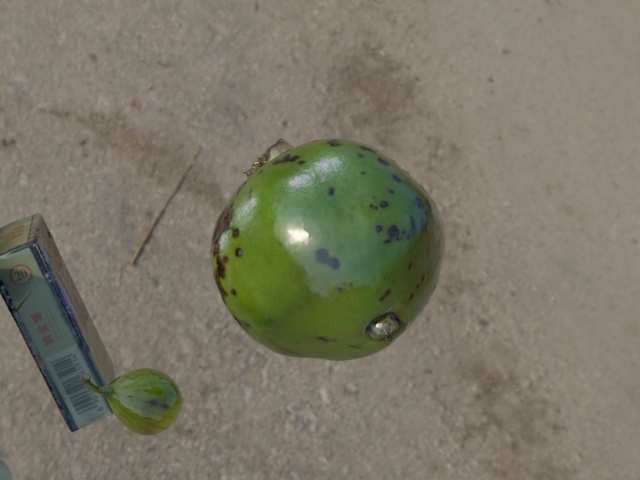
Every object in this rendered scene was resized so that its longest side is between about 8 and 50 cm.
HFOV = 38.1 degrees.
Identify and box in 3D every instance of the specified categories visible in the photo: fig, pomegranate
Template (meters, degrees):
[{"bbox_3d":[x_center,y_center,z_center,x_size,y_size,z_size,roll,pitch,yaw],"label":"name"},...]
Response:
[{"bbox_3d":[-0.254,0.192,1.231,0.166,0.093,0.093,49,36,-33],"label":"fig"},{"bbox_3d":[0.000,0.000,1.007,0.254,0.254,0.270,-19,62,-41],"label":"pomegranate"}]

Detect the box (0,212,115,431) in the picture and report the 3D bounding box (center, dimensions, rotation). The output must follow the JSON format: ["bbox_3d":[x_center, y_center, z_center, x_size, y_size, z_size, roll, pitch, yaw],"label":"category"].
[{"bbox_3d":[-0.423,0.127,1.485,0.084,0.198,0.310,-23,109,-8],"label":"box"}]

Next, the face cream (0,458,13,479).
[{"bbox_3d":[-0.428,0.205,0.902,0.348,0.081,0.173,54,2,-43],"label":"face cream"}]
